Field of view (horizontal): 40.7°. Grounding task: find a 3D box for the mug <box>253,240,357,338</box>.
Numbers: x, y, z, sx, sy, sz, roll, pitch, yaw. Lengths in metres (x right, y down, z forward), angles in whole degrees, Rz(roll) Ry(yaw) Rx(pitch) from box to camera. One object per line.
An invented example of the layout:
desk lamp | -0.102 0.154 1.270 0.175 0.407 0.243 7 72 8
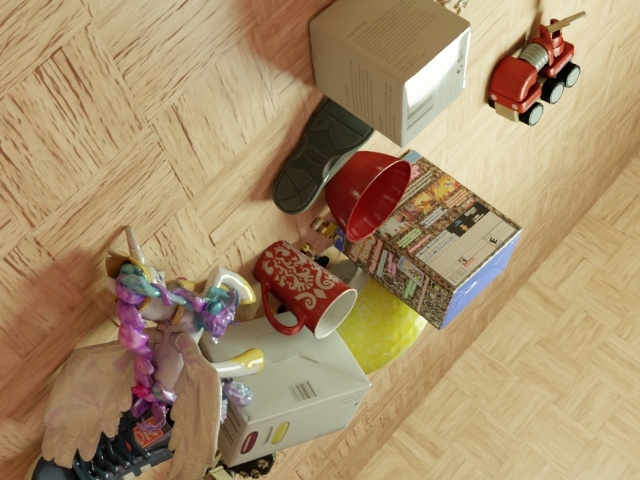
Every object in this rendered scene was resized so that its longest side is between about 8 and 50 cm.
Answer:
mug | -0.041 0.086 1.560 0.150 0.169 0.113 -13 137 -56

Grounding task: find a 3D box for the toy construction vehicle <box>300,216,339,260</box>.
toy construction vehicle | 0.000 0.000 1.685 0.086 0.035 0.098 -50 158 -5

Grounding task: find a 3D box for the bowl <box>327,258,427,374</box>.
bowl | 0.079 0.131 1.830 0.289 0.289 0.156 -46 116 -13

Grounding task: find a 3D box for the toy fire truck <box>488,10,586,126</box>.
toy fire truck | 0.482 -0.398 1.888 0.217 0.158 0.246 -44 145 -17

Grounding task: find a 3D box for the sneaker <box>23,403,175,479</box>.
sneaker | -0.323 0.336 1.405 0.148 0.131 0.350 -31 180 31

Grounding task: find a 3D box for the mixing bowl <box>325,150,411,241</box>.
mixing bowl | 0.074 -0.098 1.596 0.181 0.098 0.181 -42 156 -24

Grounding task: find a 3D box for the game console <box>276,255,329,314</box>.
game console | -0.019 0.116 1.758 0.124 0.085 0.144 -10 134 -58

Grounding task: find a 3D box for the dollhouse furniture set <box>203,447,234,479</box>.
dollhouse furniture set | -0.191 0.401 1.734 0.161 0.182 0.101 -6 130 -60

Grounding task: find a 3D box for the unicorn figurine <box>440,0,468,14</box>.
unicorn figurine | 0.248 -0.456 1.456 0.111 0.060 0.162 -49 174 -7

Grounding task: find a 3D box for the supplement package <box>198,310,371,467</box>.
supplement package | -0.081 0.260 1.578 0.262 0.204 0.145 -11 142 -32

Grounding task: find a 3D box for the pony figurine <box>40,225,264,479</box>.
pony figurine | -0.225 0.179 1.288 0.363 0.302 0.351 25 70 -64

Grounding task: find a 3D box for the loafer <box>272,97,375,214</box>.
loafer | 0.016 -0.161 1.430 0.267 0.096 0.084 -50 179 14

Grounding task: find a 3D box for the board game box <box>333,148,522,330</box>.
board game box | 0.213 -0.006 1.746 0.232 0.291 0.141 -37 155 -30

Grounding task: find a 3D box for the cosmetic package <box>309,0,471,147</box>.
cosmetic package | 0.101 -0.270 1.274 0.151 0.183 0.151 -43 156 -19

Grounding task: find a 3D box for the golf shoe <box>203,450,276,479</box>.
golf shoe | -0.177 0.460 1.896 0.273 0.105 0.120 -32 -159 48
